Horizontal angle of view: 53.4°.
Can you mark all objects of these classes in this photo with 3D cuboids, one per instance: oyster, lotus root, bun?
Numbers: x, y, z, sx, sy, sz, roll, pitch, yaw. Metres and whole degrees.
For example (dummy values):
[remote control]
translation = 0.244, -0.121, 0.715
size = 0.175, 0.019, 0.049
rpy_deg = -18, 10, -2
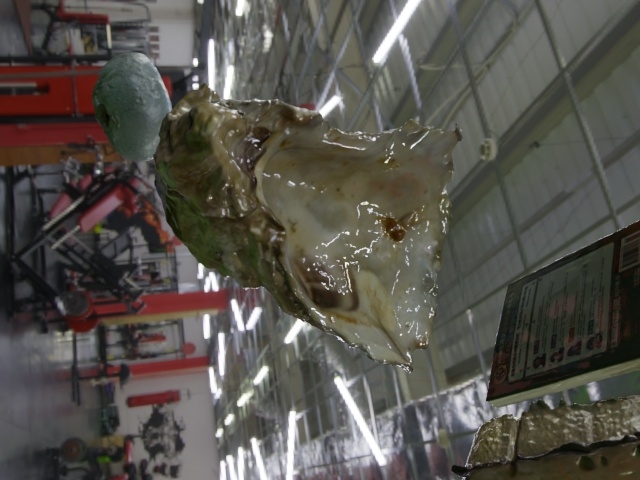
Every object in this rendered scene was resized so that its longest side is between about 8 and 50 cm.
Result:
[oyster]
translation = -0.004, -0.016, 0.394
size = 0.107, 0.233, 0.161
rpy_deg = -7, -114, 45
[lotus root]
translation = 0.263, 0.224, 0.590
size = 0.074, 0.261, 0.170
rpy_deg = -48, 121, -59
[bun]
translation = -0.250, -0.171, 0.822
size = 0.141, 0.083, 0.140
rpy_deg = 36, -45, 46

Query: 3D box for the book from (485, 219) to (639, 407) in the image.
[book]
translation = 0.321, 0.097, 0.819
size = 0.264, 0.027, 0.202
rpy_deg = -42, -158, 54
